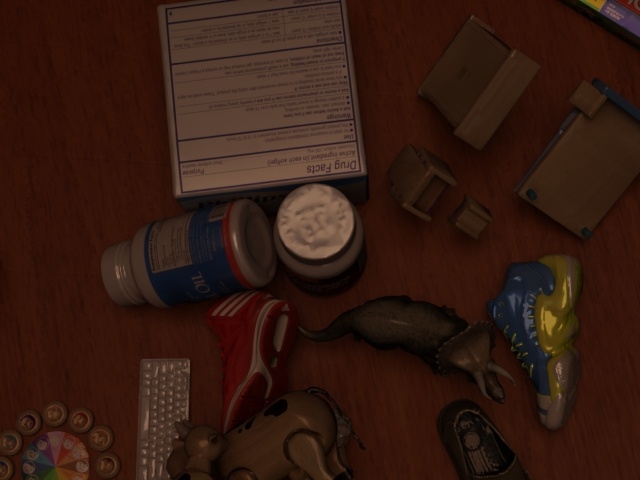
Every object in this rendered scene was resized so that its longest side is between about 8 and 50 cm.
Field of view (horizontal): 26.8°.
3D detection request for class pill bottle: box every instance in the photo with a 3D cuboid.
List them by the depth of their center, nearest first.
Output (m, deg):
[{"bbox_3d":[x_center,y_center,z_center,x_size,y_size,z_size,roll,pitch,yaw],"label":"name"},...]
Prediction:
[{"bbox_3d":[0.000,0.000,1.794,0.121,0.221,0.121,-1,78,4],"label":"pill bottle"},{"bbox_3d":[-0.182,0.026,1.831,0.222,0.124,0.124,-14,76,23],"label":"pill bottle"}]

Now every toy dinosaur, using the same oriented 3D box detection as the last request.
[{"bbox_3d":[0.116,0.116,1.793,0.314,0.160,0.121,21,79,7],"label":"toy dinosaur"}]

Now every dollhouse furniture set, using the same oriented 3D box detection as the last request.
[{"bbox_3d":[0.288,-0.122,1.886,0.303,0.198,0.286,30,104,-21],"label":"dollhouse furniture set"}]

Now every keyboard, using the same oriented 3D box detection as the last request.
[{"bbox_3d":[-0.218,0.290,1.850,0.072,0.014,0.256,0,77,3],"label":"keyboard"}]

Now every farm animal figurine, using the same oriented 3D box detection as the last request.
[{"bbox_3d":[-0.112,0.285,1.677,0.327,0.330,0.172,-28,84,-4],"label":"farm animal figurine"}]

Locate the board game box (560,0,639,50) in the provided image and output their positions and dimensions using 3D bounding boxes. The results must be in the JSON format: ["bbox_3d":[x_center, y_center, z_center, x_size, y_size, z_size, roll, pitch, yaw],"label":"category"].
[{"bbox_3d":[0.520,-0.363,1.933,0.317,0.046,0.213,34,81,10],"label":"board game box"}]

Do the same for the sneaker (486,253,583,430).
[{"bbox_3d":[0.289,0.136,1.828,0.126,0.091,0.240,2,77,23],"label":"sneaker"}]

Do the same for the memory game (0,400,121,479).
[{"bbox_3d":[-0.367,0.314,1.854,0.186,0.012,0.186,-1,77,4],"label":"memory game"}]

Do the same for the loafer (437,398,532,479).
[{"bbox_3d":[0.231,0.325,1.776,0.094,0.087,0.251,-31,77,-4],"label":"loafer"}]

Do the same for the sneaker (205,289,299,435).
[{"bbox_3d":[-0.108,0.168,1.851,0.128,0.087,0.221,28,100,46],"label":"sneaker"}]

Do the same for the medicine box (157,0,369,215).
[{"bbox_3d":[-0.077,-0.190,1.878,0.264,0.149,0.289,-7,78,2],"label":"medicine box"}]
